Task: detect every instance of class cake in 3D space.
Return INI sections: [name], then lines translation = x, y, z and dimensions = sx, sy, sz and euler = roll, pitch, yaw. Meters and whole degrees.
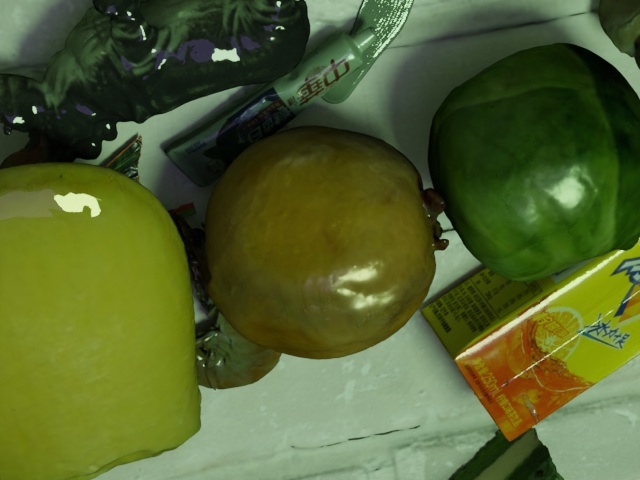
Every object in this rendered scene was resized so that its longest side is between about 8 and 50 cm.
[cake]
translation = 0.206, 0.365, 1.725
dimensions = 0.172, 0.158, 0.283
euler = 37, 99, -32

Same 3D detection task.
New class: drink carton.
[drink carton]
translation = 0.300, 0.051, 1.601
dimensions = 0.351, 0.111, 0.154
euler = -34, 124, 1

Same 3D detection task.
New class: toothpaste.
[toothpaste]
translation = -0.042, -0.133, 1.426
dimensions = 0.233, 0.038, 0.060
euler = -35, 123, 8

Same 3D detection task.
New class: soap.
[soap]
translation = -0.269, 0.085, 1.400
dimensions = 0.306, 0.115, 0.427
euler = -10, 139, -6

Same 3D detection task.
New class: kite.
[kite]
translation = -0.199, -0.017, 1.456
dimensions = 0.159, 0.010, 0.190
euler = -5, 121, -18

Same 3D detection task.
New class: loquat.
[loquat]
translation = 0.000, 0.000, 1.415
dimensions = 0.238, 0.238, 0.193
euler = -22, 165, -5

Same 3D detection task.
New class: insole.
[insole]
translation = 0.046, -0.198, 1.438
dimensions = 0.053, 0.002, 0.153
euler = 27, 107, -29

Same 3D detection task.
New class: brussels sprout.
[brussels sprout]
translation = 0.227, -0.073, 1.450
dimensions = 0.210, 0.219, 0.271
euler = -33, 145, 21

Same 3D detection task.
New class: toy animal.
[toy animal]
translation = -0.174, -0.160, 1.330
dimensions = 0.343, 0.106, 0.168
euler = -28, 131, 6

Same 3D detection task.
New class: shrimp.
[shrimp]
translation = -0.120, 0.069, 1.514
dimensions = 0.133, 0.053, 0.236
euler = -15, 130, 11

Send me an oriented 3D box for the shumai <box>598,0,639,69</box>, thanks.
[shumai]
translation = 0.386, -0.239, 1.377
dimensions = 0.267, 0.314, 0.262
euler = 41, 117, -16
